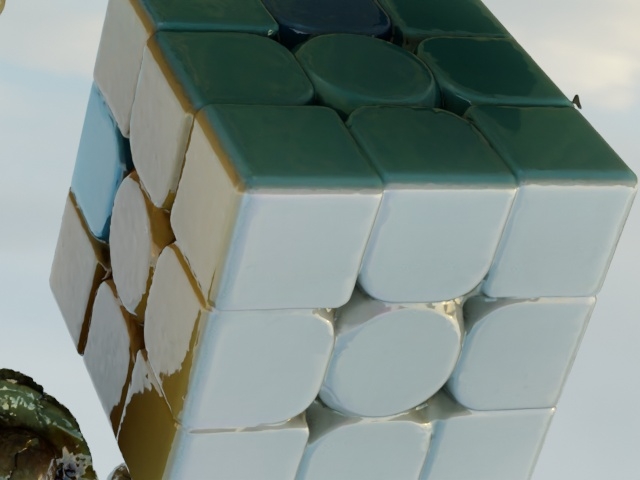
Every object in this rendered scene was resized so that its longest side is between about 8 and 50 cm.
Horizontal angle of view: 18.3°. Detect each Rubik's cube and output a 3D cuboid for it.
[{"bbox_3d":[0.000,0.000,1.395,0.290,0.291,0.291,0,-144,-24],"label":"Rubik's cube"}]

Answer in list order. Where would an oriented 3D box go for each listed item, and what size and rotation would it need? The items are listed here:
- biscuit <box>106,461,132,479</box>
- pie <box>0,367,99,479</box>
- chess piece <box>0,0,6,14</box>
[{"bbox_3d":[-0.114,0.333,2.105,0.296,0.075,0.296,43,172,7],"label":"biscuit"},{"bbox_3d":[-0.252,0.137,1.387,0.257,0.105,0.274,27,166,25],"label":"pie"},{"bbox_3d":[-0.165,-0.148,1.014,0.170,0.094,0.094,-36,-143,-22],"label":"chess piece"}]
